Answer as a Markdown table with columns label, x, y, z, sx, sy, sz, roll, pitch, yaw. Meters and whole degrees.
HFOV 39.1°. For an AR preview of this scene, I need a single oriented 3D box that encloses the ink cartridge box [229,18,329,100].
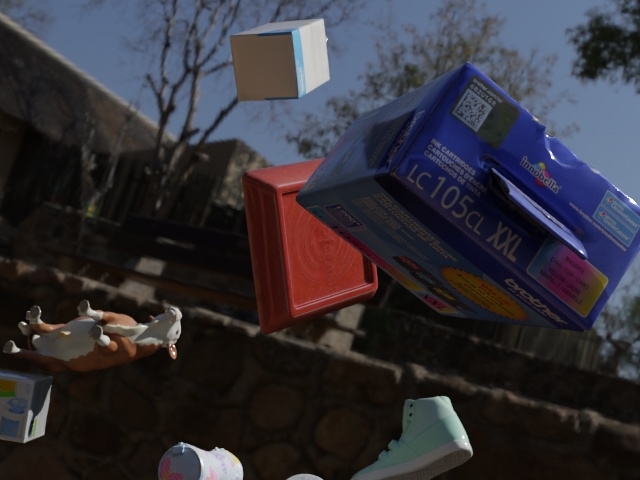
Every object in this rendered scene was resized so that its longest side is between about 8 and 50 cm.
| label | x | y | z | sx | sy | sz | roll | pitch | yaw |
| --- | --- | --- | --- | --- | --- | --- | --- | --- | --- |
| ink cartridge box | -0.049 | -0.251 | 1.241 | 0.092 | 0.089 | 0.143 | 1 | 21 | 21 |

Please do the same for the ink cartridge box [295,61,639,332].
| label | x | y | z | sx | sy | sz | roll | pitch | yaw |
| --- | --- | --- | --- | --- | --- | --- | --- | --- | --- |
| ink cartridge box | 0.164 | -0.036 | 0.993 | 0.270 | 0.151 | 0.395 | 37 | -14 | -13 |

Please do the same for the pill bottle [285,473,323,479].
| label | x | y | z | sx | sy | sz | roll | pitch | yaw |
| --- | --- | --- | --- | --- | --- | --- | --- | --- | --- |
| pill bottle | -0.029 | 0.522 | 1.608 | 0.121 | 0.121 | 0.221 | 14 | -47 | 15 |

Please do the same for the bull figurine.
| label | x | y | z | sx | sy | sz | roll | pitch | yaw |
| --- | --- | --- | --- | --- | --- | --- | --- | --- | --- |
| bull figurine | -0.407 | 0.175 | 1.624 | 0.310 | 0.101 | 0.188 | -14 | -28 | 15 |

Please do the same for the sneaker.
| label | x | y | z | sx | sy | sz | roll | pitch | yaw |
| --- | --- | --- | --- | --- | --- | --- | --- | --- | --- |
| sneaker | 0.162 | 0.399 | 1.758 | 0.256 | 0.151 | 0.094 | -27 | -45 | 15 |

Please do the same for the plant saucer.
| label | x | y | z | sx | sy | sz | roll | pitch | yaw |
| --- | --- | --- | --- | --- | --- | --- | --- | --- | --- |
| plant saucer | 0.000 | 0.000 | 1.451 | 0.048 | 0.258 | 0.259 | 3 | 13 | 45 |

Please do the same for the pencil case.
| label | x | y | z | sx | sy | sz | roll | pitch | yaw |
| --- | --- | --- | --- | --- | --- | --- | --- | --- | --- |
| pencil case | -0.277 | 0.545 | 2.116 | 0.114 | 0.124 | 0.273 | 4 | -14 | 18 |

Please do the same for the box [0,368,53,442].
| label | x | y | z | sx | sy | sz | roll | pitch | yaw |
| --- | --- | --- | --- | --- | --- | --- | --- | --- | --- |
| box | -0.601 | 0.286 | 1.612 | 0.203 | 0.114 | 0.103 | 7 | -4 | 2 |
